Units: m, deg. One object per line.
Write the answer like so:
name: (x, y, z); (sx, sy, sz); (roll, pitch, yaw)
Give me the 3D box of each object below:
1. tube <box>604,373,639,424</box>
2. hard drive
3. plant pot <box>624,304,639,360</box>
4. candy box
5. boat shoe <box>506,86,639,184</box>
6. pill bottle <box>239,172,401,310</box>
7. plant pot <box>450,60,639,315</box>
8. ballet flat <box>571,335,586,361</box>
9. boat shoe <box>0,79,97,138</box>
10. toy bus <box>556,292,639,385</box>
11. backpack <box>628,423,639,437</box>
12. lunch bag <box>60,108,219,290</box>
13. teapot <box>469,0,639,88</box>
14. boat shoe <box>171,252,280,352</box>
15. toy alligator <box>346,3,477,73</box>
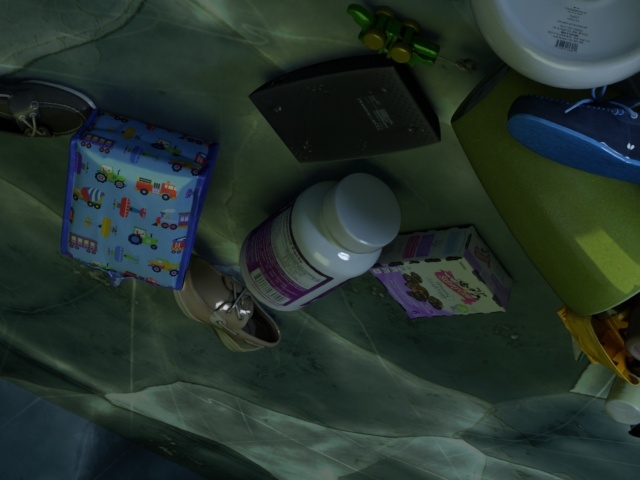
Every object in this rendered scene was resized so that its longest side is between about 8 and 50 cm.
tube: (0.517, 0.181, 1.624); (0.070, 0.240, 0.062); (3, 136, 37)
hard drive: (0.039, -0.194, 1.504); (0.254, 0.054, 0.172); (-6, 139, 35)
plant pot: (0.561, 0.060, 1.396); (0.263, 0.229, 0.263); (11, 165, 3)
candy box: (0.207, 0.058, 1.769); (0.196, 0.070, 0.165); (-7, 138, 38)
boat shoe: (0.336, -0.124, 1.178); (0.258, 0.089, 0.109); (18, 168, -15)
pill bottle: (0.000, 0.000, 1.710); (0.169, 0.169, 0.301); (32, 146, -18)
plant pot: (0.318, -0.101, 1.326); (0.293, 0.275, 0.275); (42, 144, -7)
ballet flat: (0.469, 0.152, 1.796); (0.052, 0.057, 0.168); (41, 150, 20)
boat shoe: (-0.546, -0.217, 1.758); (0.335, 0.095, 0.112); (11, 147, 15)
toy bus: (0.483, 0.099, 1.598); (0.149, 0.220, 0.211); (53, 171, -11)
backpack: (0.635, 0.249, 1.660); (0.276, 0.213, 0.263); (21, 148, -26)
lunch bag: (-0.317, -0.042, 1.729); (0.221, 0.138, 0.293); (16, 119, -3)
teapot: (0.282, -0.278, 1.122); (0.256, 0.252, 0.187); (60, -175, 1)
boat shoe: (-0.185, 0.122, 2.056); (0.110, 0.122, 0.341); (-2, 152, 24)
toy alligator: (0.115, -0.256, 1.365); (0.189, 0.056, 0.051); (25, 148, -7)
